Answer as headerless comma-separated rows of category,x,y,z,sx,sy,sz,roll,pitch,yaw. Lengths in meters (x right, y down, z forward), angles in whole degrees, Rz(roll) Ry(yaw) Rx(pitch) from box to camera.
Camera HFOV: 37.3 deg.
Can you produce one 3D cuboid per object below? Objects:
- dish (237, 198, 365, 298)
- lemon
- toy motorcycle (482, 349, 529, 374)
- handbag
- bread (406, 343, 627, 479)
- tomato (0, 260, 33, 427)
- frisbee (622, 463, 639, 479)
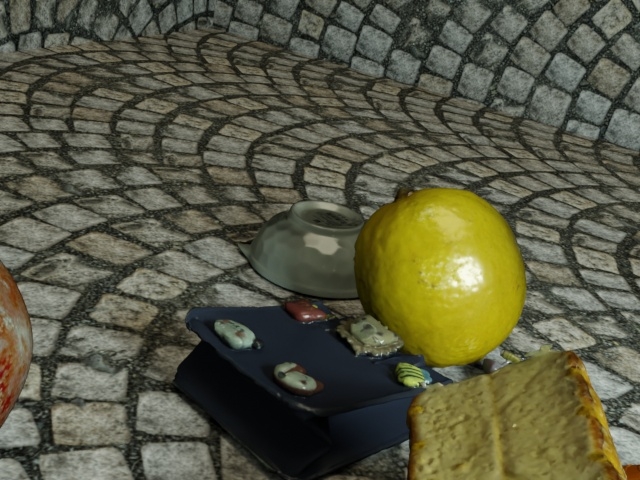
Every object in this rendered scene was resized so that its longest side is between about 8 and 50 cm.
dish,0.000,0.000,1.843,0.303,0.120,0.303,10,23,-4
lemon,0.195,0.061,1.555,0.297,0.297,0.297,10,22,-4
toy motorcycle,0.308,0.245,1.456,0.152,0.073,0.225,2,24,-14
handbag,-0.009,0.190,1.382,0.329,0.121,0.303,-8,28,-42
bread,0.218,0.301,0.952,0.207,0.279,0.279,-17,25,11
tomato,-0.486,0.121,1.060,0.317,0.316,0.283,0,-1,-26
frisbee,0.496,0.362,1.310,0.192,0.035,0.192,10,22,-4
